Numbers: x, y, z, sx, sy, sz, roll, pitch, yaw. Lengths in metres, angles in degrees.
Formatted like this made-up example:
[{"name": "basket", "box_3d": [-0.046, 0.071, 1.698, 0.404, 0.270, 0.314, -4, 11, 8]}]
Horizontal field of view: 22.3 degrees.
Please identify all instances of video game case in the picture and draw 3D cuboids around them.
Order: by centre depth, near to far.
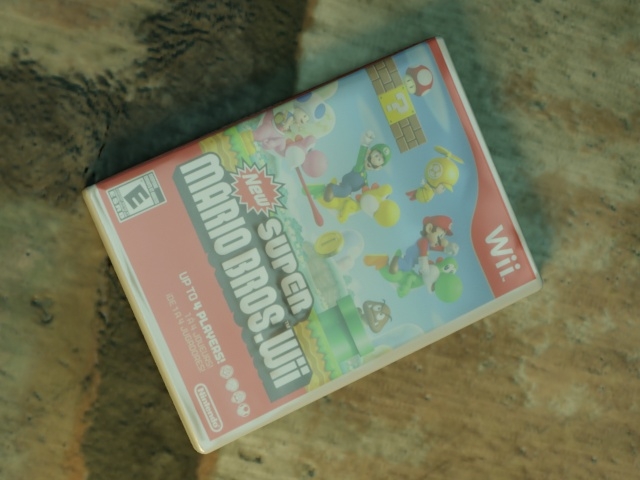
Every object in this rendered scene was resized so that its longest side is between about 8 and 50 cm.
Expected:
[{"name": "video game case", "box_3d": [0.000, 0.000, 1.161, 0.285, 0.025, 0.204, -25, 97, -16]}]
